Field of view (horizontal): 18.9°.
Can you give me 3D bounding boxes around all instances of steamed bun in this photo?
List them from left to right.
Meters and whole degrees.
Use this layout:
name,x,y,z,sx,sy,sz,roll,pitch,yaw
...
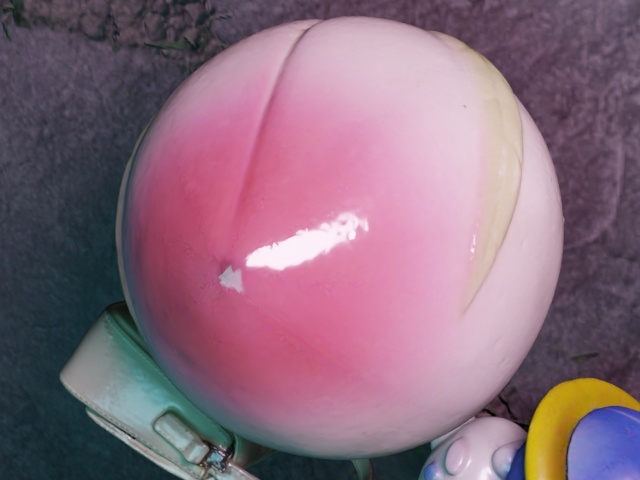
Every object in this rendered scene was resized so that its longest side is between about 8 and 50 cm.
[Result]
name,x,y,z,sx,sy,sz,roll,pitch,yaw
steamed bun,0.000,0.000,1.228,0.309,0.309,0.309,17,125,25

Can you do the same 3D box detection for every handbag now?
name,x,y,z,sx,sy,sz,roll,pitch,yaw
handbag,-0.062,0.128,1.420,0.219,0.256,0.079,40,104,11

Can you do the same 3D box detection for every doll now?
name,x,y,z,sx,sy,sz,roll,pitch,yaw
doll,0.163,0.166,1.374,0.242,0.160,0.311,-41,67,55
